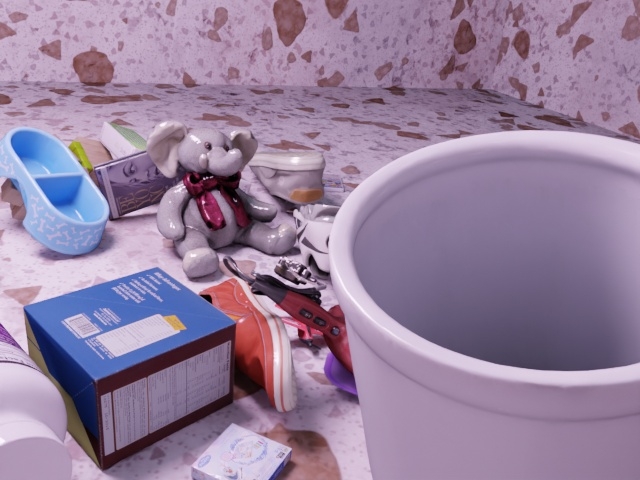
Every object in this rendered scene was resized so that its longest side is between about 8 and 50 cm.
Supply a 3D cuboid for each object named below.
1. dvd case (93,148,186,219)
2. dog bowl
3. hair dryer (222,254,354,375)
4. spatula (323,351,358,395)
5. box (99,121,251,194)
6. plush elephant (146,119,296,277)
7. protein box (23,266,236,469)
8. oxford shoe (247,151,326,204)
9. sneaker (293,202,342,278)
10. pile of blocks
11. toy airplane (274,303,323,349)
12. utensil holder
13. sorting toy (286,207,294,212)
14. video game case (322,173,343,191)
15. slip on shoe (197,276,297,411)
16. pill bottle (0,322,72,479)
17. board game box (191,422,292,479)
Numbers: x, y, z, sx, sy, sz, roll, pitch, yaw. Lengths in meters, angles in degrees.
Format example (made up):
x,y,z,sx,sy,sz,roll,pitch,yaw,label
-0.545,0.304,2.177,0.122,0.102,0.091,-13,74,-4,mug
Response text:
x,y,z,sx,sy,sz,roll,pitch,yaw,label
-0.370,-0.137,1.371,0.221,0.165,0.018,-22,59,-21,dvd case
-0.535,-0.107,1.248,0.297,0.074,0.166,51,28,13,dog bowl
-0.002,0.124,0.893,0.293,0.080,0.223,34,12,18,hair dryer
0.149,0.221,0.924,0.296,0.031,0.084,10,21,6,spatula
-0.360,-0.195,1.556,0.321,0.059,0.232,16,14,-40,box
-0.221,-0.117,1.302,0.271,0.256,0.330,-12,30,-36,plush elephant
-0.252,0.155,0.841,0.199,0.136,0.201,27,31,38,protein box
-0.094,-0.167,1.624,0.169,0.130,0.449,-8,12,-16,oxford shoe
0.000,0.000,1.278,0.122,0.147,0.330,5,3,-3,sneaker
-0.610,-0.142,1.417,0.149,0.112,0.362,49,23,-3,pile of blocks
-0.036,0.136,1.048,0.151,0.028,0.151,25,16,-8,toy airplane
0.194,0.141,0.597,0.327,0.386,0.328,-7,35,5,utensil holder
-0.034,-0.068,1.538,0.083,0.012,0.062,13,20,23,sorting toy
0.017,-0.165,1.765,0.087,0.011,0.122,5,24,-5,video game case
-0.111,0.149,0.925,0.101,0.123,0.331,-13,25,-19,slip on shoe
-0.405,0.182,0.690,0.181,0.182,0.322,-17,34,-42,pill bottle
-0.095,0.271,0.766,0.089,0.020,0.090,17,27,21,board game box
